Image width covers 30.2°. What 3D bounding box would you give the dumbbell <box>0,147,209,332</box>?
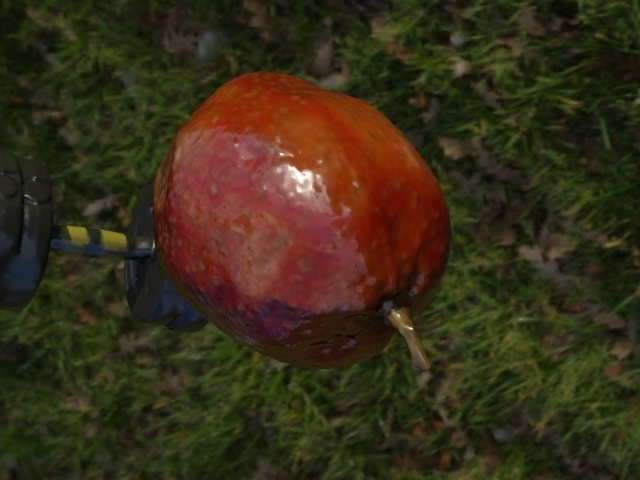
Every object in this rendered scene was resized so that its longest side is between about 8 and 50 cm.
[{"bbox_3d":[-0.259,0.002,1.333,0.185,0.388,0.185,-22,64,59],"label":"dumbbell"}]

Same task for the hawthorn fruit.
[{"bbox_3d":[0.000,0.000,0.828,0.253,0.205,0.205,39,124,30],"label":"hawthorn fruit"}]
